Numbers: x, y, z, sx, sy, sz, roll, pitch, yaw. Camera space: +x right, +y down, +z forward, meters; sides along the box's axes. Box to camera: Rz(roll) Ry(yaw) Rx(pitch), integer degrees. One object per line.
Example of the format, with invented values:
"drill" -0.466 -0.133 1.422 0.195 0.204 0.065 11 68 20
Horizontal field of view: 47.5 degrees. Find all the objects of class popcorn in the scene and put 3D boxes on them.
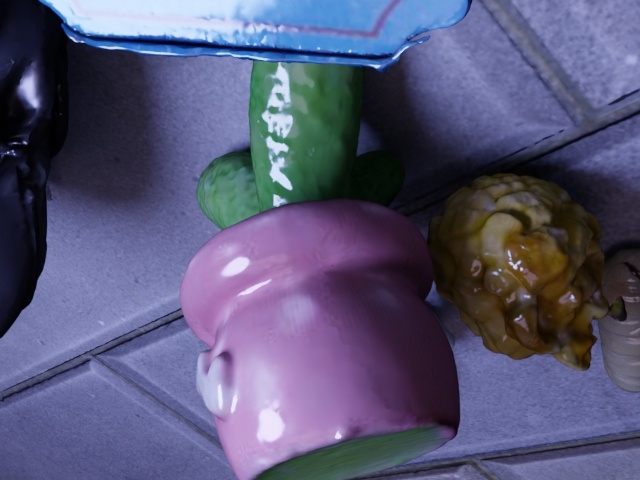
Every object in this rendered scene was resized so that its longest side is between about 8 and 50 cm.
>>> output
"popcorn" 0.176 0.027 0.637 0.170 0.180 0.180 1 136 30

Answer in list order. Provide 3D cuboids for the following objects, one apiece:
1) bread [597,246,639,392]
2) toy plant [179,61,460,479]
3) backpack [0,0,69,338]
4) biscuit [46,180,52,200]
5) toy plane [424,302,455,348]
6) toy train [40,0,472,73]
"bread" 0.319 0.093 0.736 0.073 0.053 0.214 -3 134 22
"toy plant" -0.003 0.005 0.592 0.210 0.356 0.317 5 147 -20
"backpack" -0.376 -0.092 0.608 0.363 0.255 0.446 11 118 10
"biscuit" -0.442 -0.152 0.786 0.309 0.079 0.186 24 142 -1
"toy plane" 0.022 0.113 0.841 0.267 0.123 0.267 12 142 10
"toy train" -0.038 -0.239 0.407 0.300 0.188 0.265 8 128 14
